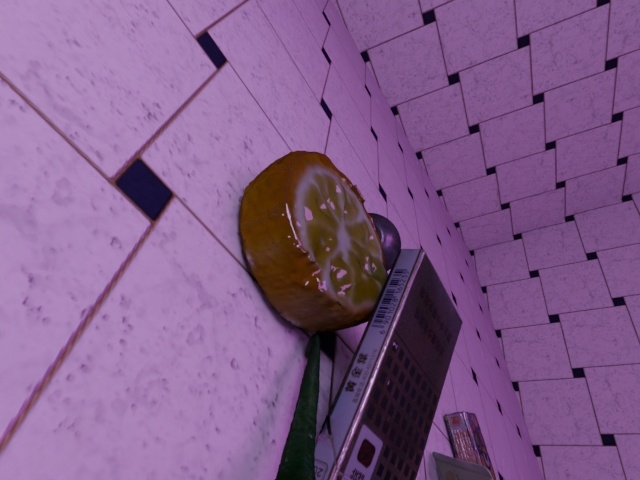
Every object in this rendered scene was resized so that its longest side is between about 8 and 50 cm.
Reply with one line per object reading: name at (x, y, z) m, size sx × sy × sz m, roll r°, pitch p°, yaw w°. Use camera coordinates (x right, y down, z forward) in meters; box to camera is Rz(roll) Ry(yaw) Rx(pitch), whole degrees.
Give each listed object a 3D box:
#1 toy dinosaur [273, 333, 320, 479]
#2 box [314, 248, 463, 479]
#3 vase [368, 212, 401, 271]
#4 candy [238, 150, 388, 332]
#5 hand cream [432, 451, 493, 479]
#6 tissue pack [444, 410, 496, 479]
toy dinosaur at (-0.003, 0.174, 0.282) m, size 0.087 × 0.447 × 0.301 m, roll 29°, pitch 64°, yaw -3°
box at (0.098, 0.190, 0.519) m, size 0.180 × 0.047 × 0.325 m, roll 54°, pitch 53°, yaw -35°
vase at (0.098, 0.020, 0.775) m, size 0.183 × 0.120 × 0.120 m, roll 46°, pitch 28°, yaw -67°
candy at (0.000, 0.000, 0.567) m, size 0.260 × 0.118 × 0.260 m, roll 42°, pitch 34°, yaw -39°
hand cream at (0.298, 0.536, 0.713) m, size 0.093 × 0.147 × 0.306 m, roll -19°, pitch 83°, yaw -27°
tissue pack at (0.345, 0.478, 0.934) m, size 0.108 × 0.060 × 0.148 m, roll 37°, pitch 36°, yaw -50°
